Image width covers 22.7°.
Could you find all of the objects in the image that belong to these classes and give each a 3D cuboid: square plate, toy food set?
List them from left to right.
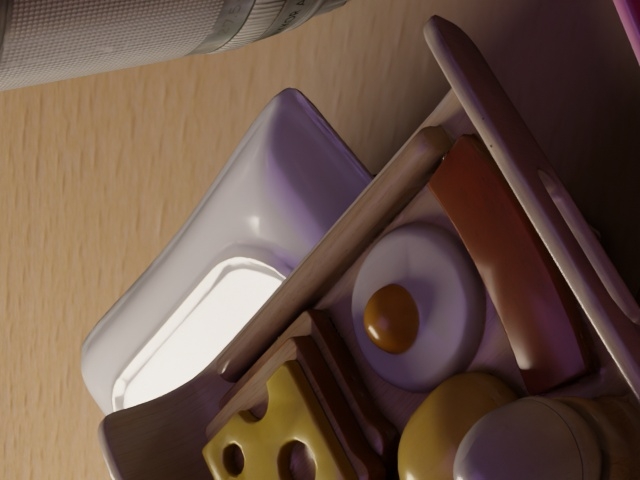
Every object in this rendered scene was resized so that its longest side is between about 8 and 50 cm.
[{"bbox_3d":[0.010,0.136,0.880,0.344,0.049,0.347,52,144,5],"label":"square plate"},{"bbox_3d":[0.018,0.089,0.677,0.306,0.092,0.220,-48,59,37],"label":"toy food set"}]

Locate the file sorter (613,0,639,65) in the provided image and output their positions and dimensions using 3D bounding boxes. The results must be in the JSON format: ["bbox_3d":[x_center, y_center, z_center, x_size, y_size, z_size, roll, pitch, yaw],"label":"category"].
[{"bbox_3d":[0.220,-0.116,0.393,0.290,0.182,0.202,-35,73,58],"label":"file sorter"}]

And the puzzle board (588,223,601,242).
[{"bbox_3d":[0.095,0.008,0.823,0.128,0.011,0.096,41,137,45],"label":"puzzle board"}]

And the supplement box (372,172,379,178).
[{"bbox_3d":[0.000,0.000,0.903,0.043,0.083,0.055,63,147,22],"label":"supplement box"}]

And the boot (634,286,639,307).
[{"bbox_3d":[0.206,0.116,0.635,0.264,0.096,0.280,45,124,26],"label":"boot"}]

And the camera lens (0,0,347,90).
[{"bbox_3d":[-0.126,-0.197,0.838,0.219,0.274,0.219,31,128,50],"label":"camera lens"}]
